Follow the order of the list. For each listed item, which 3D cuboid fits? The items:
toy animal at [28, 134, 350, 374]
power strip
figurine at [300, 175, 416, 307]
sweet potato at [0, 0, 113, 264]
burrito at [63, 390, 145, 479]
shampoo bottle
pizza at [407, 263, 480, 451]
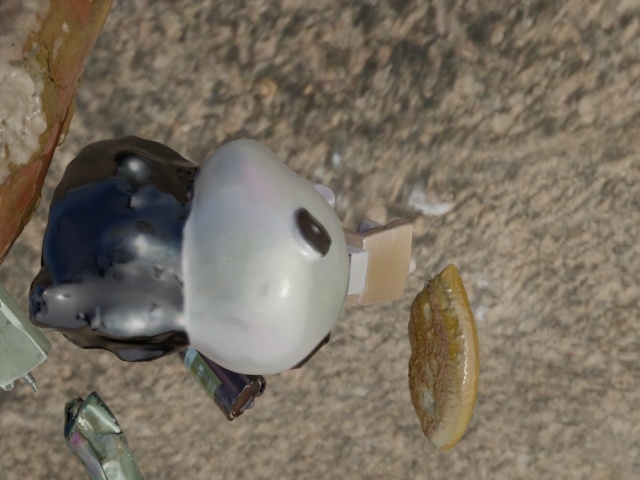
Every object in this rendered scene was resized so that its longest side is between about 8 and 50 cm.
[{"bbox_3d":[-0.106,0.011,1.016,0.266,0.213,0.213,5,120,0],"label":"toy animal"},{"bbox_3d":[-0.342,0.062,1.091,0.080,0.029,0.227,-27,113,16],"label":"power strip"},{"bbox_3d":[-0.003,0.001,1.446,0.236,0.141,0.163,17,115,37],"label":"figurine"},{"bbox_3d":[-0.202,-0.005,0.528,0.109,0.385,0.109,26,166,7],"label":"sweet potato"},{"bbox_3d":[-0.207,0.310,1.233,0.096,0.066,0.309,9,120,62],"label":"burrito"},{"bbox_3d":[-0.222,0.151,1.913,0.323,0.084,0.129,49,148,18],"label":"shampoo bottle"},{"bbox_3d":[0.165,0.160,1.524,0.056,0.134,0.271,-12,101,-25],"label":"pizza"}]
